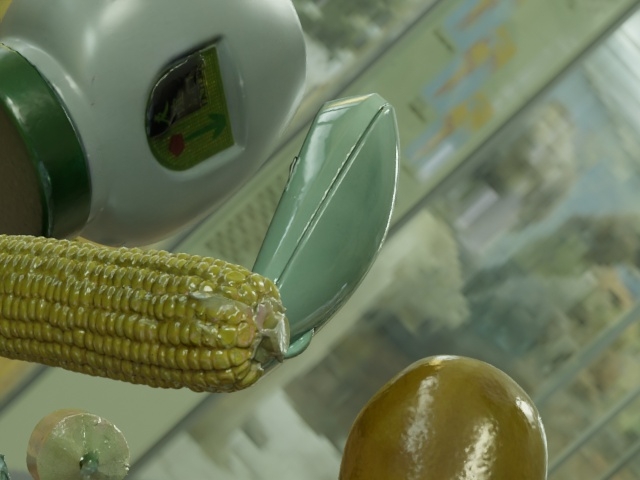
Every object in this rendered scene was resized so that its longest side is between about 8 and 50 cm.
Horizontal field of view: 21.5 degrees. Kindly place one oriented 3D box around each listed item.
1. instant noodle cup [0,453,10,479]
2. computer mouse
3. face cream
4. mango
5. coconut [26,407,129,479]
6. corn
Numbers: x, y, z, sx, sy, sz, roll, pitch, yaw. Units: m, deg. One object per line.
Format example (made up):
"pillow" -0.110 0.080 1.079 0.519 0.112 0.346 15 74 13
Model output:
"instant noodle cup" -0.381 0.183 1.483 0.207 0.207 0.233 43 -3 -35
"computer mouse" 0.006 0.001 1.515 0.097 0.288 0.159 19 -22 4
"face cream" -0.193 -0.144 1.659 0.219 0.357 0.312 20 -50 43
"mango" 0.100 0.217 1.423 0.139 0.176 0.254 65 29 -52
"coconut" -0.292 0.263 2.039 0.116 0.116 0.122 45 -11 -17
"corn" -0.121 0.040 0.966 0.238 0.080 0.080 8 -15 29
